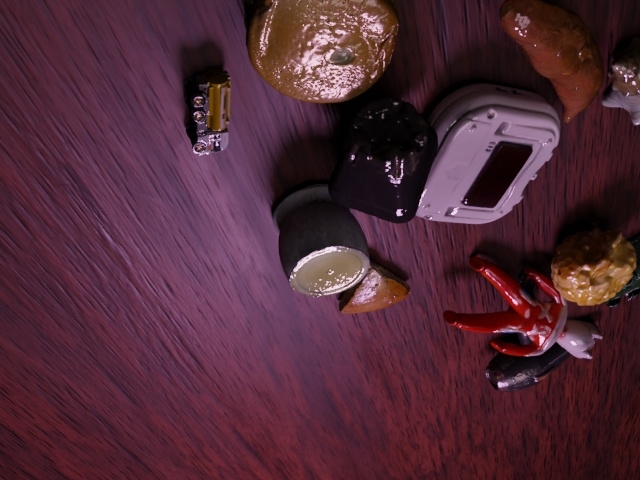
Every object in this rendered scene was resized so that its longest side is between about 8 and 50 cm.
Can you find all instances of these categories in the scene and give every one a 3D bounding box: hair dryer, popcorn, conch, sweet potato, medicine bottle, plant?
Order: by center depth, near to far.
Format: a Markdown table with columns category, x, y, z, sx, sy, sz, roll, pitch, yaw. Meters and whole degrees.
| category | x | y | z | sx | sy | sz | roll | pitch | yaw |
| --- | --- | --- | --- | --- | --- | --- | --- | --- | --- |
| sweet potato | 0.354 | -0.281 | 1.017 | 0.106 | 0.095 | 0.355 | -50 | 147 | 11 |
| plant | 0.096 | -0.119 | 1.033 | 0.142 | 0.164 | 0.256 | 18 | 170 | 3 |
| conch | 0.529 | -0.246 | 1.125 | 0.137 | 0.114 | 0.234 | -25 | 145 | 26 |
| medicine bottle | 0.000 | 0.000 | 1.164 | 0.147 | 0.143 | 0.147 | -10 | 142 | -8 |
| popcorn | 0.554 | 0.047 | 1.407 | 0.180 | 0.180 | 0.170 | -24 | 99 | 5 |
| hair dryer | 0.515 | 0.186 | 1.599 | 0.304 | 0.120 | 0.359 | -24 | 130 | -7 |

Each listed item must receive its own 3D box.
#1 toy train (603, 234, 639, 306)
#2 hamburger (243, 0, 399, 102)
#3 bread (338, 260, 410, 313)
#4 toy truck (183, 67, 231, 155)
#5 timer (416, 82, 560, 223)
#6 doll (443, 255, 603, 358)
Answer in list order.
| category | x | y | z | sx | sy | sz | roll | pitch | yaw |
| --- | --- | --- | --- | --- | --- | --- | --- | --- | --- |
| toy train | 0.657 | 0.072 | 1.505 | 0.171 | 0.111 | 0.071 | -31 | 136 | 18 |
| hamburger | -0.004 | -0.278 | 0.890 | 0.190 | 0.122 | 0.215 | -1 | 139 | -9 |
| bread | 0.091 | 0.108 | 1.380 | 0.136 | 0.054 | 0.154 | -34 | 133 | 21 |
| toy truck | -0.158 | -0.182 | 0.985 | 0.063 | 0.052 | 0.123 | -10 | 136 | -18 |
| timer | 0.267 | -0.135 | 1.160 | 0.237 | 0.087 | 0.262 | 5 | 133 | -24 |
| doll | 0.449 | 0.163 | 1.474 | 0.384 | 0.099 | 0.188 | 24 | 97 | -21 |
